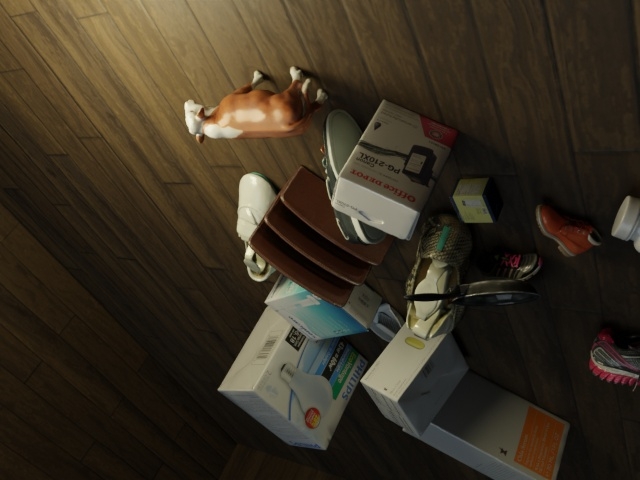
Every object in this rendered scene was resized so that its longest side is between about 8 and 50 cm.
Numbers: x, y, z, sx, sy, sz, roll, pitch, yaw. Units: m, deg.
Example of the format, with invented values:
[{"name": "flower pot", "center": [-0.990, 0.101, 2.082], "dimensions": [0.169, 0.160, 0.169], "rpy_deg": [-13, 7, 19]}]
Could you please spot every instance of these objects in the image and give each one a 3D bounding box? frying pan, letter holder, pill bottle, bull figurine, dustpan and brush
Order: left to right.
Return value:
[{"name": "bull figurine", "center": [-0.139, -0.280, 1.370], "dimensions": [0.310, 0.188, 0.101], "rpy_deg": [10, 142, 29]}, {"name": "letter holder", "center": [0.000, 0.000, 1.624], "dimensions": [0.302, 0.214, 0.152], "rpy_deg": [35, 148, -7]}, {"name": "dustpan and brush", "center": [0.231, 0.290, 1.989], "dimensions": [0.211, 0.060, 0.147], "rpy_deg": [39, 147, -14]}, {"name": "frying pan", "center": [0.337, 0.125, 1.479], "dimensions": [0.326, 0.053, 0.197], "rpy_deg": [0, 165, -2]}, {"name": "pill bottle", "center": [0.642, -0.015, 1.190], "dimensions": [0.180, 0.108, 0.108], "rpy_deg": [21, 147, 15]}]

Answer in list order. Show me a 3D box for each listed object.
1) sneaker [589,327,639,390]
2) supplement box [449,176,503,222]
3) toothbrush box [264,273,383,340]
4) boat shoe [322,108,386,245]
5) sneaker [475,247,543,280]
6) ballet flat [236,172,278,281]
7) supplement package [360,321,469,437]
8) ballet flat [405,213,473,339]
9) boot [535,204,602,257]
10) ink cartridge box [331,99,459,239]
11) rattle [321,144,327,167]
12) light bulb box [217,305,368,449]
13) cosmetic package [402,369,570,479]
[{"name": "sneaker", "center": [0.787, 0.285, 1.493], "dimensions": [0.299, 0.121, 0.112], "rpy_deg": [7, 112, 20]}, {"name": "supplement box", "center": [0.335, -0.085, 1.385], "dimensions": [0.083, 0.056, 0.083], "rpy_deg": [1, 138, 38]}, {"name": "toothbrush box", "center": [0.005, 0.184, 1.960], "dimensions": [0.216, 0.126, 0.295], "rpy_deg": [41, 146, -19]}, {"name": "boat shoe", "center": [0.055, -0.132, 1.417], "dimensions": [0.091, 0.114, 0.303], "rpy_deg": [-7, 98, 53]}, {"name": "sneaker", "center": [0.429, 0.053, 1.495], "dimensions": [0.075, 0.063, 0.170], "rpy_deg": [39, 152, -25]}, {"name": "ballet flat", "center": [-0.172, -0.015, 1.823], "dimensions": [0.139, 0.139, 0.400], "rpy_deg": [20, 146, 16]}, {"name": "supplement package", "center": [0.278, 0.390, 1.879], "dimensions": [0.145, 0.262, 0.204], "rpy_deg": [19, 149, 45]}, {"name": "ballet flat", "center": [0.281, 0.137, 1.621], "dimensions": [0.164, 0.182, 0.483], "rpy_deg": [17, 146, 17]}, {"name": "boot", "center": [0.510, -0.030, 1.328], "dimensions": [0.158, 0.059, 0.084], "rpy_deg": [36, 146, -26]}, {"name": "ink cartridge box", "center": [0.149, -0.143, 1.283], "dimensions": [0.172, 0.237, 0.100], "rpy_deg": [25, 148, 8]}, {"name": "rattle", "center": [0.091, -0.134, 1.507], "dimensions": [0.142, 0.130, 0.200], "rpy_deg": [-2, 110, 25]}, {"name": "light bulb box", "center": [-0.085, 0.460, 2.201], "dimensions": [0.361, 0.358, 0.225], "rpy_deg": [44, 147, -24]}, {"name": "cosmetic package", "center": [0.514, 0.579, 2.009], "dimensions": [0.453, 0.230, 0.161], "rpy_deg": [27, 148, 3]}]
